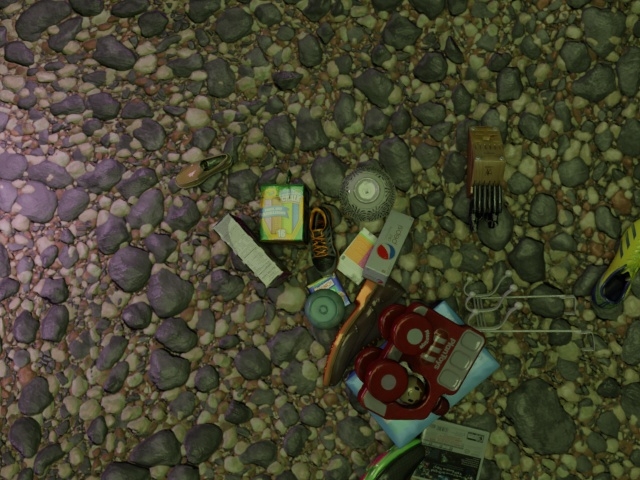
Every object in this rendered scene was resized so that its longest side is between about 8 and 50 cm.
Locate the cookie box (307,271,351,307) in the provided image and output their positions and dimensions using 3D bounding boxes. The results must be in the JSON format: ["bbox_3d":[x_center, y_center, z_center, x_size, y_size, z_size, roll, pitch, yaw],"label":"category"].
[{"bbox_3d":[0.026,0.159,1.919,0.091,0.040,0.107,-29,83,4],"label":"cookie box"}]

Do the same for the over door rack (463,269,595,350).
[{"bbox_3d":[0.557,0.175,1.766,0.324,0.239,0.108,9,111,6],"label":"over door rack"}]

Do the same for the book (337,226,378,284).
[{"bbox_3d":[0.120,0.047,1.926,0.096,0.035,0.144,39,91,5],"label":"book"}]

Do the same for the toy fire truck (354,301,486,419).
[{"bbox_3d":[0.239,0.310,1.607,0.254,0.169,0.302,29,88,-9],"label":"toy fire truck"}]

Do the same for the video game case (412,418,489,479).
[{"bbox_3d":[0.366,0.602,1.844,0.190,0.022,0.173,15,86,-5],"label":"video game case"}]

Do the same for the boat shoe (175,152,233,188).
[{"bbox_3d":[-0.358,-0.218,1.971,0.190,0.072,0.068,-28,83,3],"label":"boat shoe"}]

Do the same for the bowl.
[{"bbox_3d":[0.137,-0.141,1.916,0.170,0.080,0.170,0,85,4],"label":"bowl"}]

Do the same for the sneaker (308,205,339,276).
[{"bbox_3d":[0.000,0.000,1.904,0.084,0.083,0.215,-11,78,14],"label":"sneaker"}]

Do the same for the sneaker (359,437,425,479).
[{"bbox_3d":[0.161,0.752,1.740,0.202,0.185,0.483,29,73,9],"label":"sneaker"}]

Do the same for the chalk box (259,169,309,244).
[{"bbox_3d":[-0.104,-0.097,1.909,0.132,0.132,0.213,0,84,5],"label":"chalk box"}]

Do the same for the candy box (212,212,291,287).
[{"bbox_3d":[-0.195,0.032,1.892,0.071,0.159,0.233,-43,84,2],"label":"candy box"}]

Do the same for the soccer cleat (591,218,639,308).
[{"bbox_3d":[0.855,0.064,1.810,0.093,0.121,0.289,32,88,7],"label":"soccer cleat"}]

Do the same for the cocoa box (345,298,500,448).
[{"bbox_3d":[0.271,0.353,1.786,0.347,0.228,0.231,-40,83,1],"label":"cocoa box"}]

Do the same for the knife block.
[{"bbox_3d":[0.470,-0.167,1.896,0.088,0.242,0.276,2,40,4],"label":"knife block"}]

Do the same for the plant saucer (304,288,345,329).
[{"bbox_3d":[0.011,0.198,1.887,0.119,0.021,0.119,-1,87,9],"label":"plant saucer"}]

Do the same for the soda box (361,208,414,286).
[{"bbox_3d":[0.191,0.020,1.856,0.074,0.069,0.216,24,58,7],"label":"soda box"}]

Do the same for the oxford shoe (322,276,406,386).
[{"bbox_3d":[0.121,0.266,1.860,0.132,0.130,0.364,28,88,3],"label":"oxford shoe"}]
